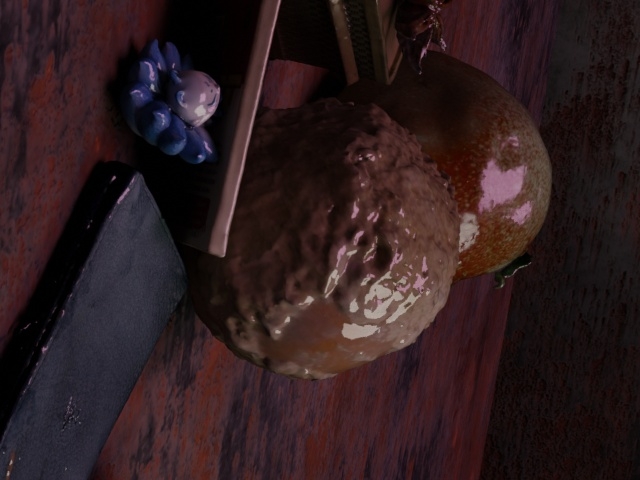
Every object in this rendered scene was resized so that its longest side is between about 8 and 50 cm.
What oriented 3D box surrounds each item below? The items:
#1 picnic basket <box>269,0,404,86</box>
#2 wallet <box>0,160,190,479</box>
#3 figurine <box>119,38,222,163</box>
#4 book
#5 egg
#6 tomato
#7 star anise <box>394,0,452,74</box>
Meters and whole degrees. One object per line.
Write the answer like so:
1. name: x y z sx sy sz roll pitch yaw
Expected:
1. picnic basket: 0.034 -0.302 1.630 0.165 0.139 0.266 76 31 -58
2. wallet: -0.210 0.132 1.319 0.190 0.046 0.379 77 31 -55
3. figurine: -0.126 -0.116 1.348 0.114 0.079 0.114 -14 90 -68
4. book: -0.088 -0.107 1.432 0.162 0.022 0.231 -164 -94 -71
5. egg: 0.000 0.000 1.557 0.310 0.279 0.279 -44 144 -56
6. tomato: 0.110 -0.082 1.889 0.303 0.304 0.239 -59 141 -46
7. star anise: 0.102 -0.233 1.583 0.141 0.042 0.141 16 90 -73
